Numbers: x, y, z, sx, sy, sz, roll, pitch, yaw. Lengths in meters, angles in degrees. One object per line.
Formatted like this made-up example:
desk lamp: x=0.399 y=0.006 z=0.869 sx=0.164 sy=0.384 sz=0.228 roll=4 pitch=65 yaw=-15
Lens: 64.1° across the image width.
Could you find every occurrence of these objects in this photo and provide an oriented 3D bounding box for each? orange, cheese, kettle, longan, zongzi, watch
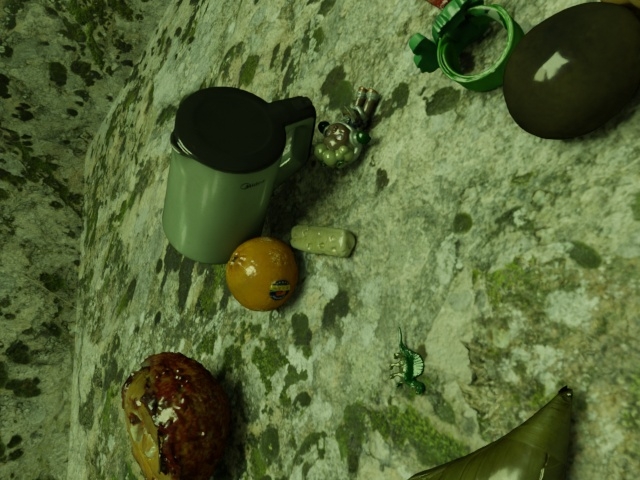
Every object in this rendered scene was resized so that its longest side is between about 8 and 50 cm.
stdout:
orange: x=-0.135 y=0.077 z=1.182 sx=0.178 sy=0.155 sz=0.177 roll=0 pitch=90 yaw=56
cheese: x=0.000 y=0.000 z=1.126 sx=0.194 sy=0.043 sz=0.064 roll=10 pitch=85 yaw=51
kettle: x=-0.177 y=-0.155 z=1.173 sx=0.250 sy=0.361 sz=0.376 roll=59 pitch=151 yaw=18
longan: x=0.341 y=-0.229 z=0.695 sx=0.187 sy=0.167 sz=0.167 roll=-42 pitch=47 yaw=22
zongzi: x=0.222 y=0.306 z=0.700 sx=0.228 sy=0.115 sz=0.255 roll=-3 pitch=69 yaw=55
watch: x=0.259 y=-0.322 z=0.880 sx=0.165 sy=0.131 sz=0.152 roll=-44 pitch=65 yaw=27

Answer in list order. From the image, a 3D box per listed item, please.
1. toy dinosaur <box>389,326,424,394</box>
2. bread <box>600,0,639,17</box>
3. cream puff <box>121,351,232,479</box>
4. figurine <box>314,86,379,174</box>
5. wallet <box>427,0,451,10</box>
toy dinosaur: x=0.152 y=0.209 z=0.890 sx=0.060 sy=0.029 sz=0.119 roll=-15 pitch=60 yaw=31
bread: x=0.478 y=-0.334 z=0.588 sx=0.166 sy=0.132 sz=0.294 roll=-59 pitch=39 yaw=8
cream puff: x=-0.342 y=0.431 z=1.247 sx=0.350 sy=0.229 sz=0.350 roll=20 pitch=117 yaw=46
figurine: x=0.056 y=-0.241 z=1.101 sx=0.147 sy=0.094 sz=0.197 roll=25 pitch=96 yaw=41
wallet: x=0.274 y=-0.554 z=1.000 sx=0.196 sy=0.020 sz=0.103 roll=-53 pitch=42 yaw=25
